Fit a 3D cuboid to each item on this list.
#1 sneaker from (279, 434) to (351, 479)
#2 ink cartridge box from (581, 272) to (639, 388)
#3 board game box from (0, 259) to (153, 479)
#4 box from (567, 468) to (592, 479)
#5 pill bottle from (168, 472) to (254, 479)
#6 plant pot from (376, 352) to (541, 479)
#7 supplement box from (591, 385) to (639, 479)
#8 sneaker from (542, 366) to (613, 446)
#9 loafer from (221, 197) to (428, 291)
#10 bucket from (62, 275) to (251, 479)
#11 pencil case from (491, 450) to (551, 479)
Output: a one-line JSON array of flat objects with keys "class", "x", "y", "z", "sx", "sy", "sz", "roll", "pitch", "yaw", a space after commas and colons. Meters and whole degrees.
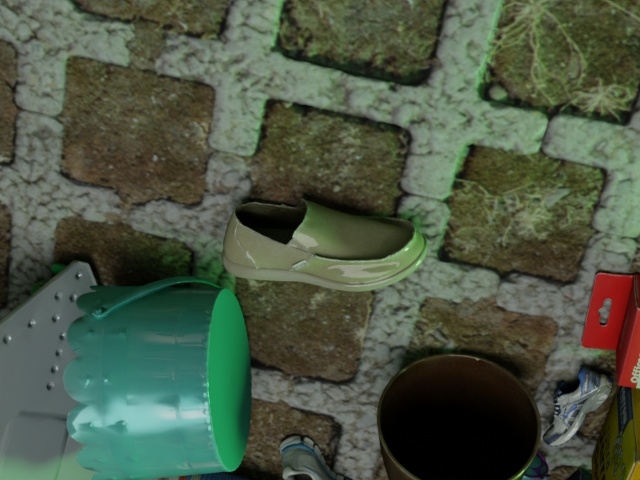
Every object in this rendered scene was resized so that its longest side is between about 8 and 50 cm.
[{"class": "sneaker", "x": 0.002, "y": 0.375, "z": 1.981, "sx": 0.071, "sy": 0.083, "sz": 0.190, "roll": -33, "pitch": 115, "yaw": 26}, {"class": "ink cartridge box", "x": 0.459, "y": 0.124, "z": 1.732, "sx": 0.231, "sy": 0.078, "sz": 0.134, "roll": 7, "pitch": 126, "yaw": 5}, {"class": "board game box", "x": -0.402, "y": 0.282, "z": 1.817, "sx": 0.050, "sy": 0.390, "sz": 0.390, "roll": 13, "pitch": 132, "yaw": 37}, {"class": "box", "x": 0.340, "y": 0.563, "z": 1.918, "sx": 0.179, "sy": 0.312, "sz": 0.343, "roll": 29, "pitch": 125, "yaw": -12}, {"class": "pill bottle", "x": -0.125, "y": 0.411, "z": 2.001, "sx": 0.221, "sy": 0.124, "sz": 0.124, "roll": 15, "pitch": 126, "yaw": -1}, {"class": "plant pot", "x": 0.178, "y": 0.308, "z": 1.848, "sx": 0.215, "sy": 0.215, "sz": 0.230, "roll": 7, "pitch": 139, "yaw": 4}, {"class": "supplement box", "x": 0.556, "y": 0.326, "z": 1.789, "sx": 0.356, "sy": 0.194, "sz": 0.195, "roll": 11, "pitch": 126, "yaw": 1}, {"class": "sneaker", "x": 0.338, "y": 0.222, "z": 1.846, "sx": 0.058, "sy": 0.052, "sz": 0.135, "roll": 33, "pitch": 116, "yaw": -2}, {"class": "loafer", "x": 0.000, "y": 0.000, "z": 1.704, "sx": 0.268, "sy": 0.102, "sz": 0.092, "roll": -1, "pitch": 131, "yaw": 11}, {"class": "bucket", "x": -0.203, "y": 0.183, "z": 1.769, "sx": 0.183, "sy": 0.281, "sz": 0.281, "roll": -3, "pitch": 124, "yaw": 9}, {"class": "pencil case", "x": 0.271, "y": 0.360, "z": 1.937, "sx": 0.070, "sy": 0.064, "sz": 0.152, "roll": -1, "pitch": 134, "yaw": -32}]
